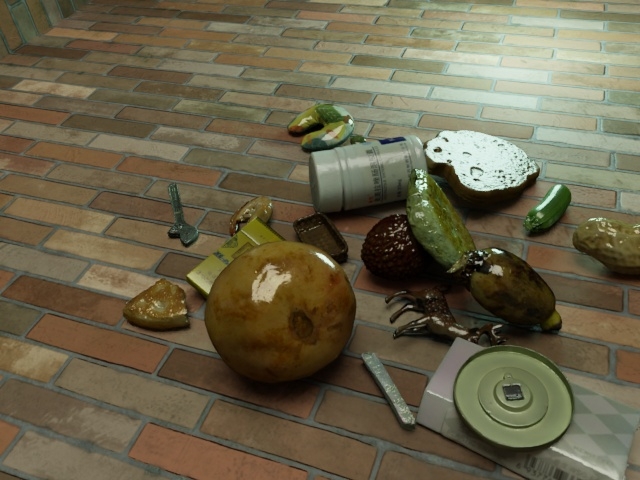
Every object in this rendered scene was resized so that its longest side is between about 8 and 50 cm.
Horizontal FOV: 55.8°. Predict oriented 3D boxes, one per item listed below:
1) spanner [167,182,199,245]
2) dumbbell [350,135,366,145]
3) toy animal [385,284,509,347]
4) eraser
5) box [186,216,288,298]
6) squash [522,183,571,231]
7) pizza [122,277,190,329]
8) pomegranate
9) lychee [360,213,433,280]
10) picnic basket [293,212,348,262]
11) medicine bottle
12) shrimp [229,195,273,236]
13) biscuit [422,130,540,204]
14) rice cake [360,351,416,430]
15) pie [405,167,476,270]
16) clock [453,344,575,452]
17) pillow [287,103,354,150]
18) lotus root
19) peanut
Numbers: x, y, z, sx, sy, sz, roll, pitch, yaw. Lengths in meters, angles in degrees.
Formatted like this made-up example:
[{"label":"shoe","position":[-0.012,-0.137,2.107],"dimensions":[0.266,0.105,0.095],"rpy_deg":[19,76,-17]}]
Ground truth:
[{"label":"spanner","position":[-0.439,-0.089,1.875],"dimensions":[0.093,0.026,0.325],"rpy_deg":[-14,42,-10]},{"label":"dumbbell","position":[0.120,-0.279,1.945],"dimensions":[0.052,0.117,0.046],"rpy_deg":[-35,54,-30]},{"label":"toy animal","position":[0.299,0.185,1.450],"dimensions":[0.260,0.087,0.243],"rpy_deg":[-9,44,1]},{"label":"eraser","position":[0.420,0.365,1.243],"dimensions":[0.397,0.082,0.213],"rpy_deg":[20,48,26]},{"label":"box","position":[-0.211,0.065,1.640],"dimensions":[0.153,0.041,0.279],"rpy_deg":[38,57,14]},{"label":"squash","position":[0.651,-0.090,1.717],"dimensions":[0.077,0.068,0.219],"rpy_deg":[40,58,20]},{"label":"pizza","position":[-0.421,0.164,1.581],"dimensions":[0.182,0.062,0.161],"rpy_deg":[-7,49,6]},{"label":"pomegranate","position":[-0.092,0.159,1.380],"dimensions":[0.339,0.338,0.338],"rpy_deg":[-3,43,3]},{"label":"lychee","position":[0.198,0.026,1.577],"dimensions":[0.188,0.188,0.188],"rpy_deg":[-3,43,3]},{"label":"picnic basket","position":[0.000,0.000,1.705],"dimensions":[0.110,0.054,0.193],"rpy_deg":[-20,45,-13]},{"label":"medicine bottle","position":[0.135,-0.196,1.801],"dimensions":[0.333,0.189,0.189],"rpy_deg":[-11,43,-6]},{"label":"shrimp","position":[-0.218,-0.053,1.791],"dimensions":[0.133,0.053,0.236],"rpy_deg":[3,45,16]},{"label":"biscuit","position":[0.479,-0.224,1.837],"dimensions":[0.359,0.074,0.381],"rpy_deg":[20,42,13]},{"label":"rice cake","position":[0.150,0.331,1.342],"dimensions":[0.034,0.043,0.211],"rpy_deg":[-25,45,-9]},{"label":"pie","position":[0.315,-0.043,1.580],"dimensions":[0.071,0.323,0.323],"rpy_deg":[-32,36,25]},{"label":"clock","position":[0.388,0.313,1.219],"dimensions":[0.235,0.029,0.234],"rpy_deg":[-4,43,3]},{"label":"pillow","position":[0.007,-0.396,2.122],"dimensions":[0.214,0.086,0.233],"rpy_deg":[-27,48,-6]},{"label":"lotus root","position":[0.450,0.112,1.428],"dimensions":[0.314,0.141,0.169],"rpy_deg":[32,20,-8]},{"label":"peanut","position":[0.811,0.010,1.531],"dimensions":[0.325,0.153,0.140],"rpy_deg":[8,40,6]}]
